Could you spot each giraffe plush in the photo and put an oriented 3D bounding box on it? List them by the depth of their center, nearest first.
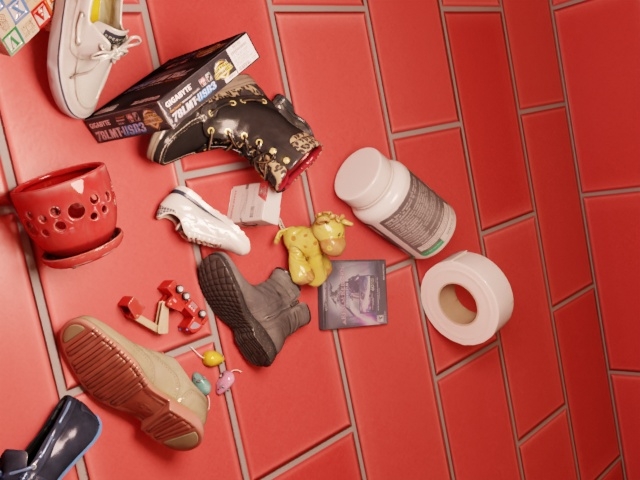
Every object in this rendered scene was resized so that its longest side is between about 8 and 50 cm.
[{"bbox_3d":[0.000,0.000,1.912,0.210,0.170,0.181,59,29,-9],"label":"giraffe plush"}]

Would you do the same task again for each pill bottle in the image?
[{"bbox_3d":[0.220,-0.108,2.138,0.361,0.204,0.204,34,64,-38],"label":"pill bottle"}]

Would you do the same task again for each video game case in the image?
[{"bbox_3d":[0.097,0.154,2.123,0.274,0.026,0.196,1,86,-45],"label":"video game case"}]

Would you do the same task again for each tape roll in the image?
[{"bbox_3d":[0.457,0.181,2.289,0.100,0.286,0.286,-27,105,-41],"label":"tape roll"}]

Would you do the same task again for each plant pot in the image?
[{"bbox_3d":[-0.496,-0.050,1.459,0.191,0.191,0.174,-35,118,-40],"label":"plant pot"}]

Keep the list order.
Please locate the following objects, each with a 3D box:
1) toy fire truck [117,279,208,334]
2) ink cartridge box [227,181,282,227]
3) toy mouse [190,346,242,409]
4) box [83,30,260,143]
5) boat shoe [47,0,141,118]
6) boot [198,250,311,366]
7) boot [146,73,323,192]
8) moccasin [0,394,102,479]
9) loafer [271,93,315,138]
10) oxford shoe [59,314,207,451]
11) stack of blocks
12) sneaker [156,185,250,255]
[{"bbox_3d":[-0.356,0.165,1.670,0.192,0.047,0.135,54,54,-28],"label":"toy fire truck"},{"bbox_3d":[-0.164,-0.087,1.814,0.056,0.135,0.099,20,74,-44],"label":"ink cartridge box"},{"bbox_3d":[-0.255,0.341,1.763,0.161,0.031,0.143,20,73,-41],"label":"toy mouse"},{"bbox_3d":[-0.321,-0.326,1.571,0.293,0.295,0.073,-47,120,-35],"label":"box"},{"bbox_3d":[-0.442,-0.414,1.473,0.136,0.156,0.367,-26,132,-63],"label":"boat shoe"},{"bbox_3d":[-0.161,0.129,1.837,0.223,0.118,0.338,-48,125,-43],"label":"boot"},{"bbox_3d":[-0.191,-0.225,1.713,0.284,0.138,0.377,40,45,9],"label":"boot"},{"bbox_3d":[-0.575,0.442,1.401,0.117,0.137,0.342,58,38,-19],"label":"moccasin"},{"bbox_3d":[-0.081,-0.318,1.973,0.061,0.062,0.170,-49,118,-9],"label":"loafer"},{"bbox_3d":[-0.400,0.292,1.590,0.397,0.140,0.147,52,24,-23],"label":"oxford shoe"},{"bbox_3d":[-0.565,-0.497,1.441,0.297,0.087,0.171,-59,155,-29],"label":"stack of blocks"},{"bbox_3d":[-0.274,-0.025,1.715,0.235,0.090,0.095,35,59,-9],"label":"sneaker"}]
